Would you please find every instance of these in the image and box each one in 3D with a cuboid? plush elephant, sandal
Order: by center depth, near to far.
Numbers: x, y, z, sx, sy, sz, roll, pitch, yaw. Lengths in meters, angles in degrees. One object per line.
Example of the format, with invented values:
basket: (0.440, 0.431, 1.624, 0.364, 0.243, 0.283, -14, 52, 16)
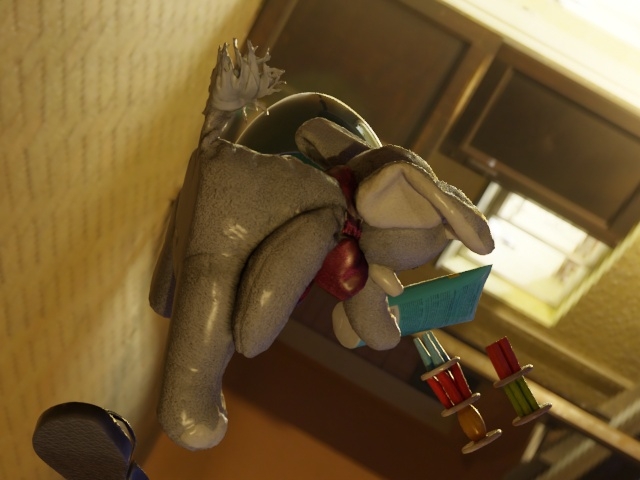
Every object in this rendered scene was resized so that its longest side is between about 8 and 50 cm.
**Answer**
plush elephant: (0.000, 0.000, 1.023, 0.272, 0.255, 0.330, -119, -139, -67)
sandal: (-0.224, 0.215, 1.152, 0.254, 0.097, 0.054, 86, 13, -59)

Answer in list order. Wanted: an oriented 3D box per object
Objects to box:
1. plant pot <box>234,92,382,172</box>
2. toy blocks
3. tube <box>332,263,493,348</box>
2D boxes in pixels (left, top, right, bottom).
plant pot: (-0.019, -0.124, 1.841, 0.290, 0.290, 0.195, 116, -20, -52)
toy blocks: (0.188, 0.160, 1.352, 0.123, 0.148, 0.054, -29, 174, -1)
tube: (0.110, 0.076, 1.283, 0.207, 0.052, 0.080, -10, 133, -35)
